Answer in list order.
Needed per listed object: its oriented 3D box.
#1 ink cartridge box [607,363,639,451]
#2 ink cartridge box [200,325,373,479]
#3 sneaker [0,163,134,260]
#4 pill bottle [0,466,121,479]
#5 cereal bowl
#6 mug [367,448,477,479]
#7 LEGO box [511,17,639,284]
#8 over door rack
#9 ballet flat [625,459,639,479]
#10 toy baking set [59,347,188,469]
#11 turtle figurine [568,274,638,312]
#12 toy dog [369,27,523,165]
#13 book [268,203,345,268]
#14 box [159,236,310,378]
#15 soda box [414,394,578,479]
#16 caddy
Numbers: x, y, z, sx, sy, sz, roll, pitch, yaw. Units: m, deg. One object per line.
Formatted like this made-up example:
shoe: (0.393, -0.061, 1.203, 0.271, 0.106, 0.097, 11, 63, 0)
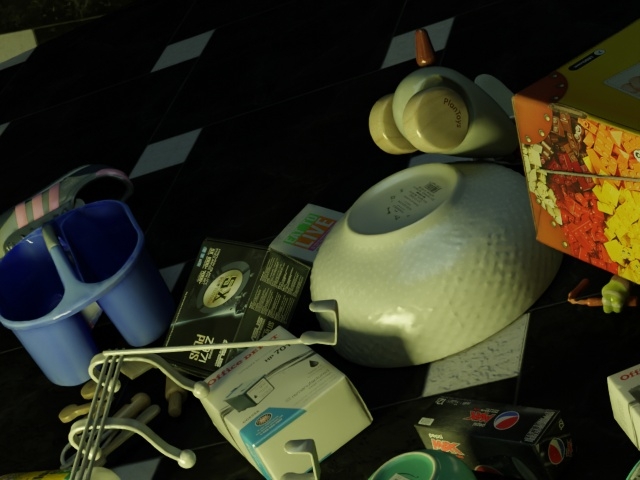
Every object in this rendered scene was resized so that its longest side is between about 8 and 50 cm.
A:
ink cartridge box: (0.347, 0.167, 1.467, 0.099, 0.056, 0.135, -22, 30, -6)
ink cartridge box: (-0.047, 0.197, 1.841, 0.139, 0.082, 0.190, -36, 29, -13)
sneaker: (-0.451, -0.027, 2.597, 0.319, 0.112, 0.131, -44, 27, -27)
pill bottle: (-0.337, 0.333, 1.834, 0.208, 0.117, 0.117, -10, 32, 33)
cereal bowl: (0.130, 0.003, 1.955, 0.339, 0.141, 0.339, -23, 26, 12)
mug: (0.113, 0.268, 1.540, 0.158, 0.097, 0.129, -20, 27, 17)
LEGO box: (0.518, -0.139, 1.645, 0.500, 0.193, 0.372, -32, 35, -25)
over door rack: (-0.128, 0.210, 1.729, 0.324, 0.108, 0.239, -13, 38, 18)
ballet flat: (0.337, 0.212, 1.497, 0.041, 0.041, 0.114, 4, 42, 47)
toy baking set: (-0.260, 0.230, 2.051, 0.197, 0.030, 0.256, -28, 26, 6)
turtle figurine: (0.419, -0.003, 1.741, 0.269, 0.087, 0.217, -35, 31, -31)
toy dog: (0.218, -0.186, 2.011, 0.333, 0.161, 0.220, 2, 2, -45)
book: (0.000, 0.000, 2.211, 0.096, 0.035, 0.144, -44, 31, -21)
box: (-0.113, 0.096, 2.001, 0.147, 0.077, 0.180, 10, 76, 51)
soda box: (0.184, 0.209, 1.622, 0.169, 0.060, 0.053, 3, 38, 47)
caddy: (-0.361, 0.058, 2.283, 0.241, 0.179, 0.341, -31, 27, -5)
